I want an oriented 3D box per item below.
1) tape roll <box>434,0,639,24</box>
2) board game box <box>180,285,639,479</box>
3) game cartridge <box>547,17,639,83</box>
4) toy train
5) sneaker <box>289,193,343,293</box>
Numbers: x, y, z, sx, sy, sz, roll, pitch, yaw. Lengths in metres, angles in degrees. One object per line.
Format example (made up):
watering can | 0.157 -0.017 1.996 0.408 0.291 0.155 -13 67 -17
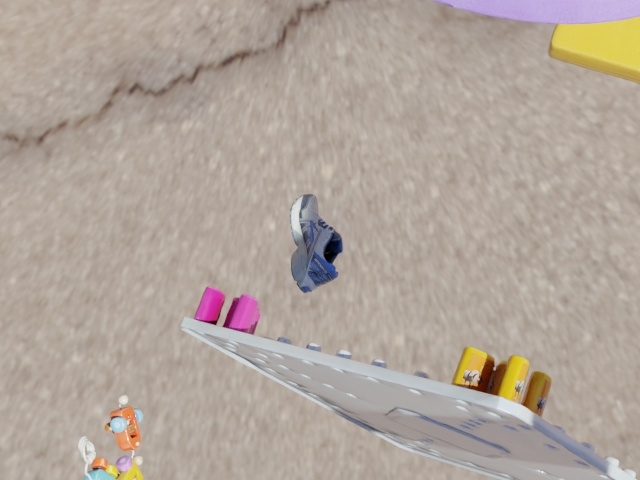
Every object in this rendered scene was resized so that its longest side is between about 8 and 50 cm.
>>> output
tape roll | 0.126 -0.247 0.936 0.275 0.275 0.090 6 132 -2
board game box | 0.125 0.159 1.391 0.390 0.390 0.050 33 74 -45
game cartridge | 0.438 -0.318 1.702 0.285 0.053 0.324 18 79 8
toy train | -0.256 0.261 1.786 0.046 0.166 0.125 -14 95 19
sneaker | 0.000 0.000 1.750 0.058 0.135 0.052 -16 142 17
